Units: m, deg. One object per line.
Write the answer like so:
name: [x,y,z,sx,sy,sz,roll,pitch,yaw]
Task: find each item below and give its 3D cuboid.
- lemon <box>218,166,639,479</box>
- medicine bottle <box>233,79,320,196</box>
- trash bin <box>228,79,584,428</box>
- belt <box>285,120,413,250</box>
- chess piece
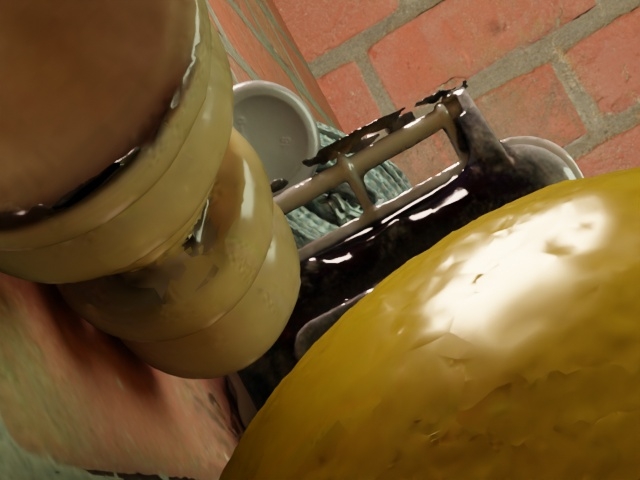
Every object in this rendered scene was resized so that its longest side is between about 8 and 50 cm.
lemon: [0.119,0.138,0.501,0.348,0.348,0.348,59,7,-11]
medicine bottle: [-0.058,-0.054,0.897,0.080,0.080,0.130,60,-23,-5]
trash bin: [0.089,0.092,0.924,0.296,0.256,0.367,60,0,10]
belt: [-0.003,-0.025,1.047,0.163,0.082,0.147,0,57,-33]
chess piece: [-0.082,-0.016,0.593,0.142,0.143,0.261,64,0,28]
